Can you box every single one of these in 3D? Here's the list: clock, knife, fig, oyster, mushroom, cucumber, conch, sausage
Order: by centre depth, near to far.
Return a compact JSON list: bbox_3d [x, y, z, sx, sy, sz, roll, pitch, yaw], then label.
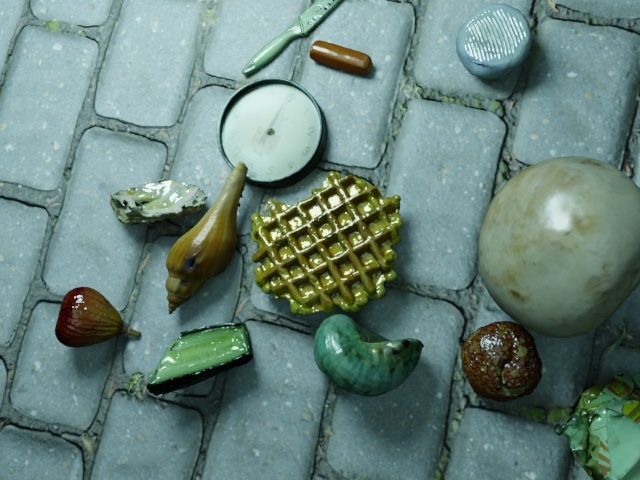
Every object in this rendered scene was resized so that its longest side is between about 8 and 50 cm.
[{"bbox_3d":[0.424,0.017,0.826,0.290,0.297,0.297,13,85,-16],"label":"mushroom"},{"bbox_3d":[0.072,0.204,0.904,0.188,0.176,0.122,19,109,31],"label":"conch"},{"bbox_3d":[-0.225,0.229,0.966,0.193,0.115,0.085,-21,125,0],"label":"cucumber"},{"bbox_3d":[-0.219,0.000,0.971,0.109,0.093,0.330,29,99,0],"label":"conch"},{"bbox_3d":[-0.449,0.169,0.986,0.153,0.119,0.119,40,90,3],"label":"fig"},{"bbox_3d":[-0.328,-0.067,1.012,0.209,0.133,0.072,-7,126,-6],"label":"oyster"},{"bbox_3d":[-0.099,-0.218,1.017,0.226,0.049,0.226,-1,85,8],"label":"clock"},{"bbox_3d":[0.043,-0.371,1.020,0.131,0.041,0.039,19,64,9],"label":"sausage"},{"bbox_3d":[-0.048,-0.440,1.051,0.293,0.020,0.043,-42,78,0],"label":"knife"}]

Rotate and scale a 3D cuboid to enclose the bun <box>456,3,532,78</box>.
[{"bbox_3d":[0.333,-0.375,0.965,0.141,0.083,0.140,-2,82,17],"label":"bun"}]

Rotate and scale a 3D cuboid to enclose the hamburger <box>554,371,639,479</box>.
[{"bbox_3d":[0.504,0.332,0.842,0.235,0.125,0.214,-6,77,3],"label":"hamburger"}]

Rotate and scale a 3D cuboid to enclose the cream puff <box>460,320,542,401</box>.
[{"bbox_3d":[0.327,0.218,0.895,0.149,0.084,0.149,-1,85,8],"label":"cream puff"}]

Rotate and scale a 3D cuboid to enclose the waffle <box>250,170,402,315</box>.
[{"bbox_3d":[0.010,-0.001,0.958,0.301,0.058,0.281,-7,73,10],"label":"waffle"}]
